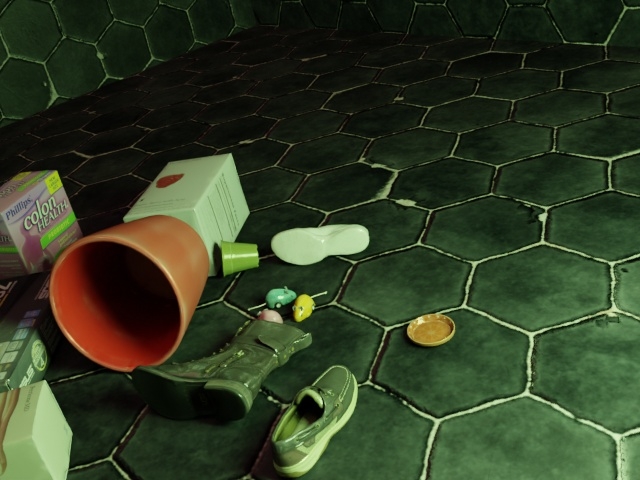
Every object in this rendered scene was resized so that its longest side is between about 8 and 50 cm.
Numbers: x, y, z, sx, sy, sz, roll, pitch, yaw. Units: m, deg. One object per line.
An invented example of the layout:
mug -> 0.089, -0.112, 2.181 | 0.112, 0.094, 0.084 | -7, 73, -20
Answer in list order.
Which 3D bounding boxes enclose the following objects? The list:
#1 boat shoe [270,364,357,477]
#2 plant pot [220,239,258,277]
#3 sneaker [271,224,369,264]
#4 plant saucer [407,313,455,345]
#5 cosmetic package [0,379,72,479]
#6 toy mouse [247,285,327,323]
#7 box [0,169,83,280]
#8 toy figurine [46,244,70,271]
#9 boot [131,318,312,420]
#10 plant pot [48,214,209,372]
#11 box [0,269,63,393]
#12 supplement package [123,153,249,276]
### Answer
boat shoe -> -0.007, 0.260, 1.121 | 0.080, 0.073, 0.223 | 4, 34, 29
plant pot -> -0.177, 0.037, 1.602 | 0.079, 0.083, 0.083 | -4, 28, -8
sneaker -> 0.000, 0.000, 1.600 | 0.212, 0.080, 0.094 | -4, 18, 3
plant saucer -> 0.194, 0.159, 1.278 | 0.083, 0.013, 0.083 | -11, 29, 6
cosmetic package -> -0.562, 0.349, 1.147 | 0.296, 0.129, 0.153 | -16, 28, -6
toy mouse -> -0.086, 0.129, 1.433 | 0.143, 0.031, 0.161 | 4, 33, 29
box -> -0.683, -0.009, 1.721 | 0.117, 0.243, 0.213 | -3, 30, 20
toy figurine -> -0.543, 0.056, 1.711 | 0.173, 0.130, 0.159 | -26, 11, 19
boot -> -0.170, 0.214, 1.284 | 0.262, 0.091, 0.229 | 5, 28, 23
plant pot -> -0.348, 0.079, 1.426 | 0.274, 0.275, 0.243 | -6, 19, 14
box -> -0.694, 0.219, 1.473 | 0.318, 0.097, 0.395 | -9, 30, 5
supplement package -> -0.304, -0.060, 1.714 | 0.177, 0.175, 0.293 | -7, 29, 15
